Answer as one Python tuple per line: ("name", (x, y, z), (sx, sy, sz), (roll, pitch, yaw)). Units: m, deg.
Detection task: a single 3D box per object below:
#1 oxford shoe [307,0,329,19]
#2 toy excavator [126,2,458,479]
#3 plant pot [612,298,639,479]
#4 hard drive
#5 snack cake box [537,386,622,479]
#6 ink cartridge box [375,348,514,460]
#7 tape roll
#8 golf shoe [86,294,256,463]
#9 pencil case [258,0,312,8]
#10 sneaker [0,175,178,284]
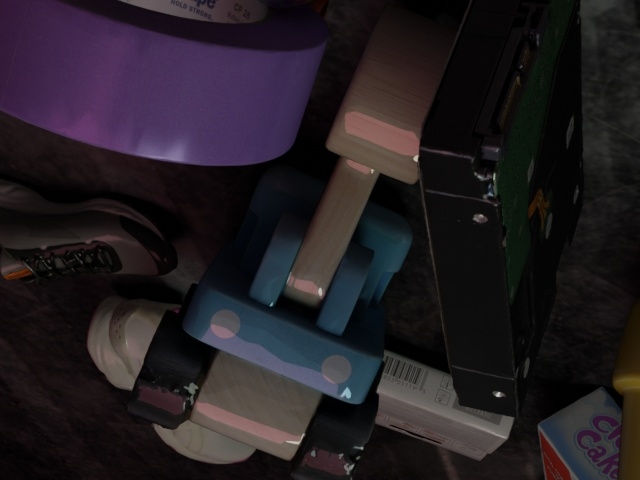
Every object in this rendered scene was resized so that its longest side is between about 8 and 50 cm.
("oxford shoe", (-0.086, -0.153, 1.230), (0.098, 0.097, 0.271), (38, 145, -13))
("toy excavator", (0.000, 0.000, 1.312), (0.222, 0.445, 0.433), (22, -171, -1))
("plant pot", (0.369, 0.200, 1.268), (0.254, 0.239, 0.254), (17, 168, 4))
("hard drive", (0.147, -0.047, 1.107), (0.064, 0.237, 0.339), (11, 147, 18))
("snack cake box", (0.338, 0.305, 1.509), (0.264, 0.089, 0.152), (56, 171, 37))
("ink cartridge box", (0.126, 0.194, 1.676), (0.181, 0.056, 0.224), (20, 167, 4))
("tape roll", (-0.137, -0.152, 1.038), (0.275, 0.275, 0.090), (21, 112, 3))
("golf shoe", (-0.151, 0.179, 1.750), (0.140, 0.115, 0.306), (-10, 137, 36))
("pencil case", (-0.004, -0.278, 0.960), (0.114, 0.124, 0.273), (-3, 153, -18))
("sneaker", (-0.283, 0.009, 1.580), (0.272, 0.108, 0.100), (9, 144, 19))
